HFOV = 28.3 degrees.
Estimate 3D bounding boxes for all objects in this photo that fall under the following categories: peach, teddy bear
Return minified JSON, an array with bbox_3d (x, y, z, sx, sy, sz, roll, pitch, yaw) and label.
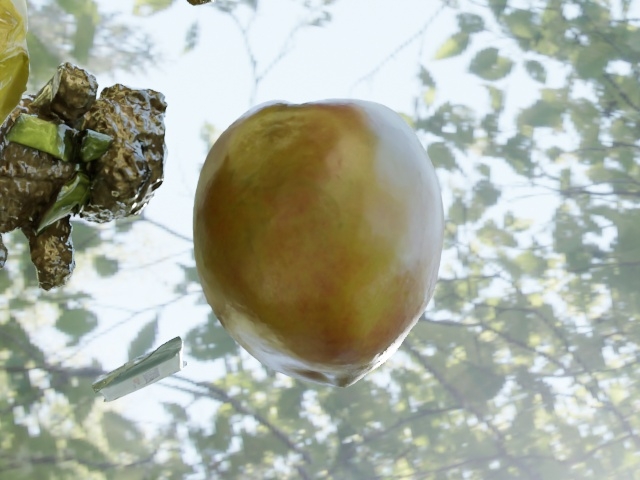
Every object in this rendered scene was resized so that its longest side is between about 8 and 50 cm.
[{"bbox_3d":[0.000,0.000,1.428,0.308,0.308,0.332,-7,-98,37],"label":"peach"},{"bbox_3d":[-0.267,-0.059,1.284,0.296,0.223,0.246,-110,-155,-71],"label":"teddy bear"}]

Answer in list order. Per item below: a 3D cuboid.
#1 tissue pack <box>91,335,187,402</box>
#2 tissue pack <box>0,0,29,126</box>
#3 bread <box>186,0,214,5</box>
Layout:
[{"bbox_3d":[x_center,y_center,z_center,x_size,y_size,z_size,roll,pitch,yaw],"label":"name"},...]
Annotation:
[{"bbox_3d":[-0.228,0.168,1.614,0.123,0.193,0.026,-25,-100,-10],"label":"tissue pack"},{"bbox_3d":[-0.305,-0.092,0.265,0.293,0.382,0.228,-21,-105,39],"label":"tissue pack"},{"bbox_3d":[-0.124,-0.397,1.628,0.143,0.149,0.158,-12,-69,7],"label":"bread"}]
